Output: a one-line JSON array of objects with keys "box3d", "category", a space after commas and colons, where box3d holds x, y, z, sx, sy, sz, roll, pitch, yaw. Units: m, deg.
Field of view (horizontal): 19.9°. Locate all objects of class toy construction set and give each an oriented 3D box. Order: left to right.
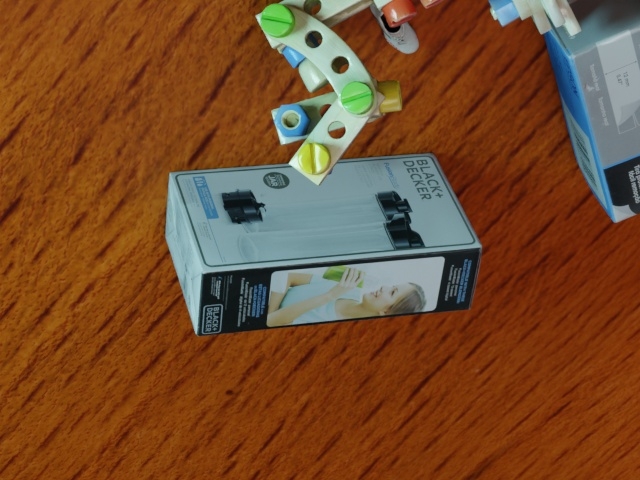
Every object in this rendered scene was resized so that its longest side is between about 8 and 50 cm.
[{"box3d": [0.081, -0.211, 1.673, 0.328, 0.215, 0.151, -27, 175, -8], "category": "toy construction set"}]

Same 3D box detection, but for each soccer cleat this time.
[{"box3d": [0.074, -0.207, 1.784, 0.029, 0.035, 0.083, -30, 133, 8], "category": "soccer cleat"}]

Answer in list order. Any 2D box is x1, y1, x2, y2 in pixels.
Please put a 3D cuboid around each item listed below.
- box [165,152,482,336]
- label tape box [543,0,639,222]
[{"box3d": [0.000, 0.000, 1.856, 0.290, 0.169, 0.087, -4, 129, -15], "category": "box"}, {"box3d": [0.417, -0.195, 1.866, 0.348, 0.115, 0.249, -22, 134, 2], "category": "label tape box"}]
